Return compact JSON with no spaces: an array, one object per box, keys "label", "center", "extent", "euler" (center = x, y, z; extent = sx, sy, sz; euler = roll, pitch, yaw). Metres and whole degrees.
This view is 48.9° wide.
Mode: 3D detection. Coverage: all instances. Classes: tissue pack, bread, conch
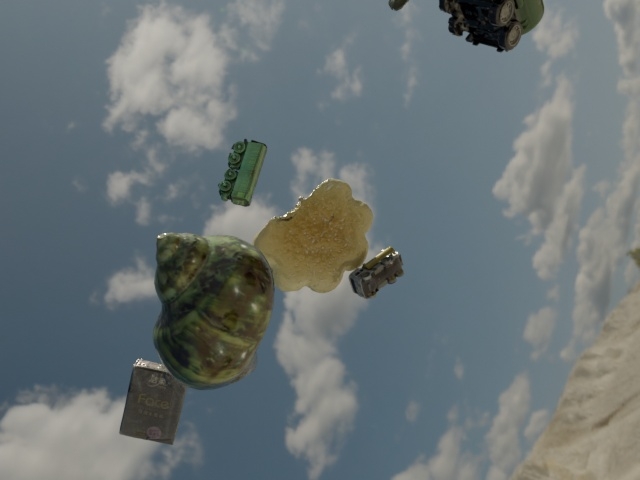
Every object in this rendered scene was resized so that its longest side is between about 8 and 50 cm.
[{"label":"tissue pack","center":[-0.331,0.322,1.405],"extent":[0.051,0.112,0.156],"euler":[-98,22,-76]},{"label":"bread","center":[0.000,0.000,1.371],"extent":[0.251,0.182,0.039],"euler":[-38,-1,-17]},{"label":"conch","center":[-0.131,0.078,0.786],"extent":[0.124,0.187,0.181],"euler":[-10,-89,-42]}]

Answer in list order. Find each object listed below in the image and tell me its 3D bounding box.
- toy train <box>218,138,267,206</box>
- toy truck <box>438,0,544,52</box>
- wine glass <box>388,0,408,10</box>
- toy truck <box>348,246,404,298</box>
[{"label":"toy train","center":[-0.155,-0.138,1.398],"extent":[0.038,0.071,0.148],"euler":[99,-176,-65]},{"label":"toy truck","center":[0.214,-0.346,0.892],"extent":[0.125,0.101,0.242],"euler":[-52,-39,-7]},{"label":"wine glass","center":[0.083,-0.351,0.966],"extent":[0.083,0.042,0.039],"euler":[18,-68,-40]},{"label":"toy truck","center":[0.109,0.061,1.361],"extent":[0.123,0.063,0.052],"euler":[-34,-61,-29]}]
